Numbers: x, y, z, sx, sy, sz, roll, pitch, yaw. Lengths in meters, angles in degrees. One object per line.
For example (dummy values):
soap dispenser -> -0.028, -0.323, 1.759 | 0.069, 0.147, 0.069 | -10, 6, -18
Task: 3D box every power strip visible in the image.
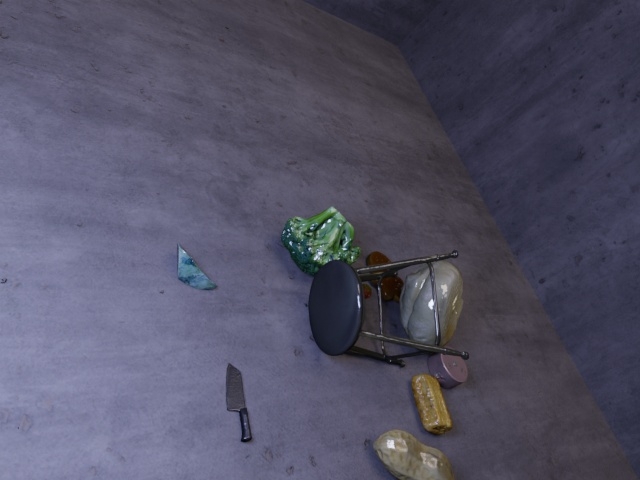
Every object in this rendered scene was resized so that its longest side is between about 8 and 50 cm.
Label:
power strip -> 0.490, 0.490, 2.379 | 0.154, 0.078, 0.154 | 29, 39, -28

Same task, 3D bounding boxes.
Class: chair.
chair -> 0.201, 0.231, 2.056 | 0.410, 0.362, 0.364 | 5, 73, -30

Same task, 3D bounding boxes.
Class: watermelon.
watermelon -> -0.378, 0.085, 1.828 | 0.180, 0.081, 0.094 | 57, 16, -16

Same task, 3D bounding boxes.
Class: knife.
knife -> -0.231, 0.438, 1.691 | 0.060, 0.028, 0.230 | 7, 49, -29

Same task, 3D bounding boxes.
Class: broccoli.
broccoli -> 0.000, 0.000, 2.176 | 0.294, 0.245, 0.265 | 37, 12, -37

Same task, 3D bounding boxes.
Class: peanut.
peanut -> 0.300, 0.693, 1.922 | 0.313, 0.152, 0.152 | 39, 36, -11

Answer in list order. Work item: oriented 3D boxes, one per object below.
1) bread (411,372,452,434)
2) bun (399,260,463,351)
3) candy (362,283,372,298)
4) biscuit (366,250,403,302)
bread -> 0.389, 0.575, 2.182 | 0.114, 0.083, 0.210 | 25, 41, -38
bun -> 0.413, 0.241, 2.362 | 0.220, 0.365, 0.365 | 12, 26, 23
candy -> 0.140, 0.234, 2.271 | 0.060, 0.060, 0.201 | 41, 44, -11
biscuit -> 0.259, 0.146, 2.488 | 0.180, 0.039, 0.236 | 14, 47, -37
